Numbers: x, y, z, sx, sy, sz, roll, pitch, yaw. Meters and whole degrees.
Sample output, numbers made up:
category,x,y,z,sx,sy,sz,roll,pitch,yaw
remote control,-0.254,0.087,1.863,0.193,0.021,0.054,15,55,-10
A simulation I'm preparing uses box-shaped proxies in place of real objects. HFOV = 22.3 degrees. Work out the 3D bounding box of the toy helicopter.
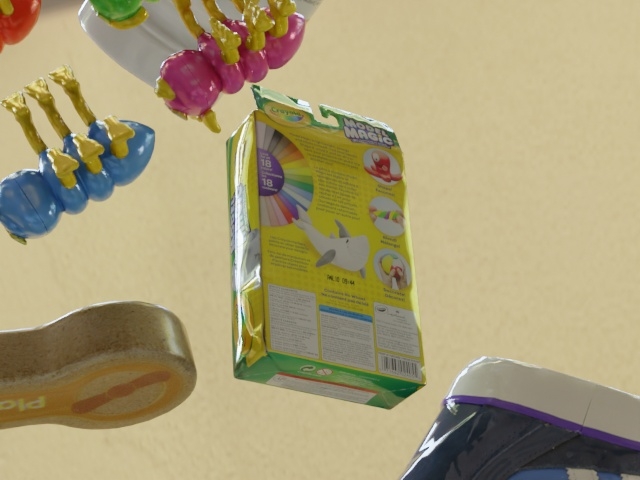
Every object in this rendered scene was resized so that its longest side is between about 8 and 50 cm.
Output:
category,x,y,z,sx,sy,sz,roll,pitch,yaw
toy helicopter,-0.240,0.091,0.813,0.355,0.235,0.140,-6,-125,-12

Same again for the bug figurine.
category,x,y,z,sx,sy,sz,roll,pitch,yaw
bug figurine,-0.125,-0.102,0.896,0.216,0.072,0.279,-30,-141,-10

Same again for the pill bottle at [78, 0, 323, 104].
category,x,y,z,sx,sy,sz,roll,pitch,yaw
pill bottle,-0.053,-0.282,1.345,0.334,0.188,0.188,-53,-129,15

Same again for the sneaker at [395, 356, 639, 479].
category,x,y,z,sx,sy,sz,roll,pitch,yaw
sneaker,0.169,0.212,0.859,0.323,0.130,0.236,17,-111,24

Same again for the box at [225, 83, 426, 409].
category,x,y,z,sx,sy,sz,roll,pitch,yaw
box,0.000,0.000,0.919,0.105,0.043,0.179,15,-124,-27
